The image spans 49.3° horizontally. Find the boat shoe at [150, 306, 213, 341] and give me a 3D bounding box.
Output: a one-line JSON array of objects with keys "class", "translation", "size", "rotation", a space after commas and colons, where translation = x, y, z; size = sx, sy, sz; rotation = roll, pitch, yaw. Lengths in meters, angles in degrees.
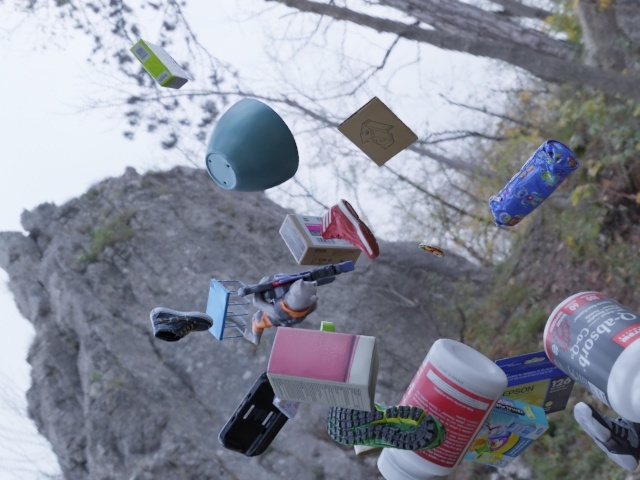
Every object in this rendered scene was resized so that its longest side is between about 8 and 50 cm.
[{"class": "boat shoe", "translation": [-0.377, 0.242, 1.913], "size": [0.184, 0.083, 0.065], "rotation": [12, -50, -31]}]

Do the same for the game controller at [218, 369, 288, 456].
[{"class": "game controller", "translation": [-0.179, 0.535, 2.155], "size": [0.319, 0.167, 0.067], "rotation": [-56, 21, 13]}]

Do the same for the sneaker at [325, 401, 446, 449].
[{"class": "sneaker", "translation": [0.163, 0.487, 1.806], "size": [0.146, 0.344, 0.134], "rotation": [37, -116, -48]}]

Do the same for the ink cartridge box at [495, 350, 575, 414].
[{"class": "ink cartridge box", "translation": [0.744, 0.515, 2.450], "size": [0.304, 0.072, 0.307], "rotation": [-10, -47, -9]}]

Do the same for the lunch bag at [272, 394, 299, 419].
[{"class": "lunch bag", "translation": [-0.103, 0.483, 2.063], "size": [0.053, 0.071, 0.083], "rotation": [-40, 16, 20]}]

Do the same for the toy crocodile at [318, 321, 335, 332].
[{"class": "toy crocodile", "translation": [-0.004, 0.410, 2.641], "size": [0.340, 0.115, 0.105], "rotation": [100, 170, -61]}]

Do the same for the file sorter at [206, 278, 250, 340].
[{"class": "file sorter", "translation": [-0.303, 0.225, 2.309], "size": [0.105, 0.118, 0.170], "rotation": [-1, -70, -36]}]

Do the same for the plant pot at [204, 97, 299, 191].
[{"class": "plant pot", "translation": [-0.237, -0.261, 2.128], "size": [0.195, 0.290, 0.290], "rotation": [-41, -30, -34]}]

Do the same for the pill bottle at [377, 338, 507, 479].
[{"class": "pill bottle", "translation": [0.330, 0.501, 1.958], "size": [0.229, 0.229, 0.407], "rotation": [4, -64, -62]}]

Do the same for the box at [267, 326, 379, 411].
[{"class": "box", "translation": [0.011, 0.294, 1.601], "size": [0.148, 0.233, 0.126], "rotation": [79, -161, -54]}]

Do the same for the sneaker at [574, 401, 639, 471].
[{"class": "sneaker", "translation": [0.847, 0.523, 1.993], "size": [0.153, 0.268, 0.101], "rotation": [-45, 13, -7]}]

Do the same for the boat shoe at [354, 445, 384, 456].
[{"class": "boat shoe", "translation": [0.204, 0.756, 2.604], "size": [0.170, 0.059, 0.063], "rotation": [-4, -38, -26]}]

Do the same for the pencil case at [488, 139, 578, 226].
[{"class": "pencil case", "translation": [0.638, -0.171, 2.129], "size": [0.306, 0.133, 0.119], "rotation": [-52, 27, 41]}]

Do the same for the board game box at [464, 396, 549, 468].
[{"class": "board game box", "translation": [0.504, 0.594, 2.209], "size": [0.079, 0.336, 0.253], "rotation": [-93, 27, -50]}]

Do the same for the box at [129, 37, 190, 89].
[{"class": "box", "translation": [-0.368, -0.405, 1.616], "size": [0.042, 0.109, 0.178], "rotation": [-40, 5, 8]}]

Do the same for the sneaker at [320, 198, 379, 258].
[{"class": "sneaker", "translation": [0.086, -0.012, 2.202], "size": [0.128, 0.221, 0.087], "rotation": [-38, -21, 20]}]

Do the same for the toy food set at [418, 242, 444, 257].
[{"class": "toy food set", "translation": [0.353, 0.030, 2.225], "size": [0.083, 0.083, 0.020], "rotation": [33, -106, -60]}]

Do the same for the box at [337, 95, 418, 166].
[{"class": "box", "translation": [0.179, -0.337, 2.179], "size": [0.164, 0.021, 0.201], "rotation": [-36, -59, 28]}]

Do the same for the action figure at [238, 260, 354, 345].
[{"class": "action figure", "translation": [-0.052, 0.180, 1.928], "size": [0.342, 0.178, 0.330], "rotation": [-15, -17, -18]}]

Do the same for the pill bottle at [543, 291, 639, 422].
[{"class": "pill bottle", "translation": [0.676, 0.267, 1.529], "size": [0.210, 0.363, 0.210], "rotation": [-5, -72, -16]}]

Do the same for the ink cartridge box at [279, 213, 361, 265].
[{"class": "ink cartridge box", "translation": [0.000, 0.000, 2.468], "size": [0.235, 0.193, 0.088], "rotation": [2, -52, -34]}]
